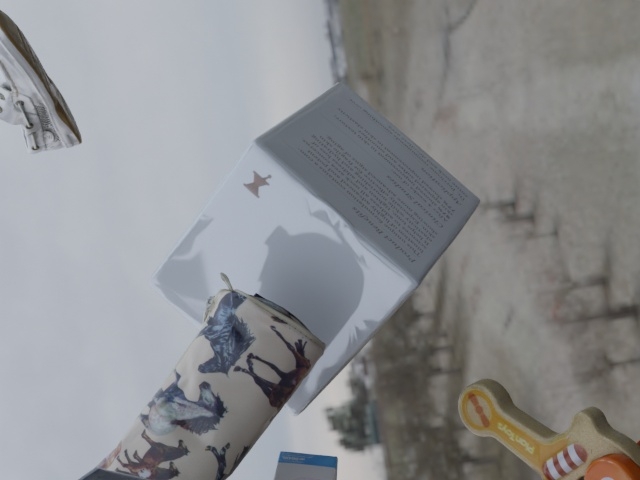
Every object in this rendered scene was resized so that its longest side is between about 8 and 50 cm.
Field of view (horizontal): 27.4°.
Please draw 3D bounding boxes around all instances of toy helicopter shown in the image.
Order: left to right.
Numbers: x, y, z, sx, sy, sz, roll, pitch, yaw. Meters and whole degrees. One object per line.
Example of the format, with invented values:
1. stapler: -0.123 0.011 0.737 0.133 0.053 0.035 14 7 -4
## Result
1. toy helicopter: 0.329 0.322 1.847 0.355 0.140 0.235 35 124 37

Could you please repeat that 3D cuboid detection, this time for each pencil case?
1. pencil case: -0.181 0.256 1.868 0.183 0.410 0.160 36 176 14

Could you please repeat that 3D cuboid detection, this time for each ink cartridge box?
1. ink cartridge box: -0.028 0.388 1.905 0.143 0.089 0.092 -73 -13 -61

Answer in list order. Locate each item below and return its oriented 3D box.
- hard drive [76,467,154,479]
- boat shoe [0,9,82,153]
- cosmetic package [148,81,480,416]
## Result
1. hard drive: -0.210 0.293 1.137 0.254 0.172 0.054 -44 -49 -47
2. boat shoe: -0.407 -0.197 1.752 0.277 0.096 0.098 70 175 -57
3. cosmetic package: 0.000 0.000 2.132 0.329 0.327 0.393 42 -151 3
